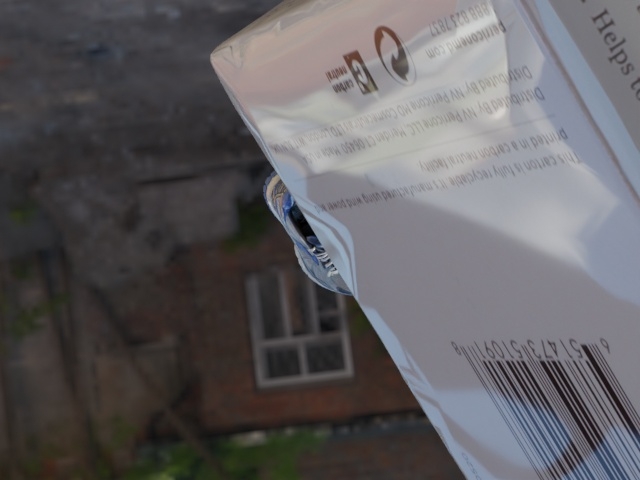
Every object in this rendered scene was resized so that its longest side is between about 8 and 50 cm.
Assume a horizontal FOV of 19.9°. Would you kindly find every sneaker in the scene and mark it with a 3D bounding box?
[{"bbox_3d":[0.000,0.000,1.570,0.052,0.135,0.058,-41,-157,-5],"label":"sneaker"}]

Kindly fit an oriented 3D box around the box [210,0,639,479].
[{"bbox_3d":[0.088,-0.018,0.487,0.119,0.182,0.181,-35,-171,-21],"label":"box"}]
